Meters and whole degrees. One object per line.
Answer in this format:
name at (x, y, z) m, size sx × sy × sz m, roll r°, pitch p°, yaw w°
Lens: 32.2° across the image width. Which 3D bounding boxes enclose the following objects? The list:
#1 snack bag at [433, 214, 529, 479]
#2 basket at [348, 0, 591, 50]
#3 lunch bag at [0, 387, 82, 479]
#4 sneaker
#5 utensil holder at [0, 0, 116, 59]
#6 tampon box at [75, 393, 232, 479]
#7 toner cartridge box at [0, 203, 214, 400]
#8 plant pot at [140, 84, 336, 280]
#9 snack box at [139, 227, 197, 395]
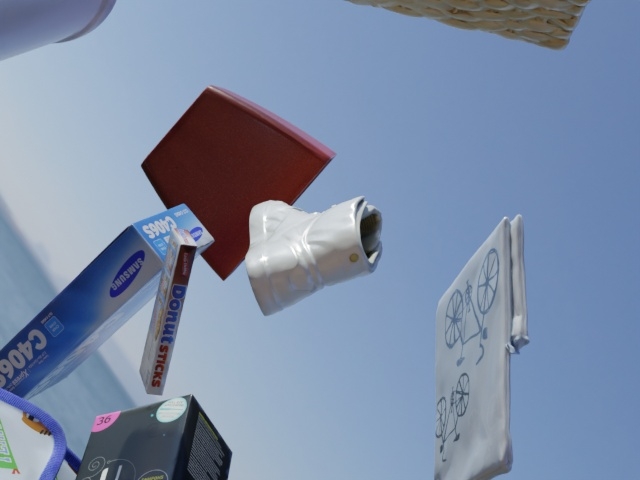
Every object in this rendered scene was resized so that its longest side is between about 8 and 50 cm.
snack bag at (0.211, 0.179, 1.492) m, size 0.323 × 0.037 × 0.343 m, roll 115°, pitch -19°, yaw -63°
basket at (0.178, -0.405, 1.196) m, size 0.331 × 0.266 × 0.328 m, roll 14°, pitch -13°, yaw 3°
lunch bag at (-0.372, 0.351, 1.141) m, size 0.385 × 0.239 × 0.328 m, roll 55°, pitch 32°, yaw -22°
sneaker at (0.000, 0.000, 1.399) m, size 0.292 × 0.169 × 0.108 m, roll -97°, pitch 166°, yaw -71°
utensil holder at (-0.545, -0.430, 1.718) m, size 0.327 × 0.385 × 0.328 m, roll 10°, pitch -64°, yaw 22°
tampon box at (-0.173, 0.255, 1.120) m, size 0.161 × 0.120 × 0.101 m, roll -83°, pitch 152°, yaw -50°
toner cartridge box at (-0.318, 0.095, 1.573) m, size 0.075 × 0.348 × 0.165 m, roll 50°, pitch 22°, yaw 2°
plant pot at (-0.151, -0.120, 1.903) m, size 0.235 × 0.267 × 0.267 m, roll 41°, pitch 6°, yaw -1°
snack box at (-0.172, 0.079, 1.240) m, size 0.064 × 0.022 × 0.178 m, roll -133°, pitch -125°, yaw -67°
